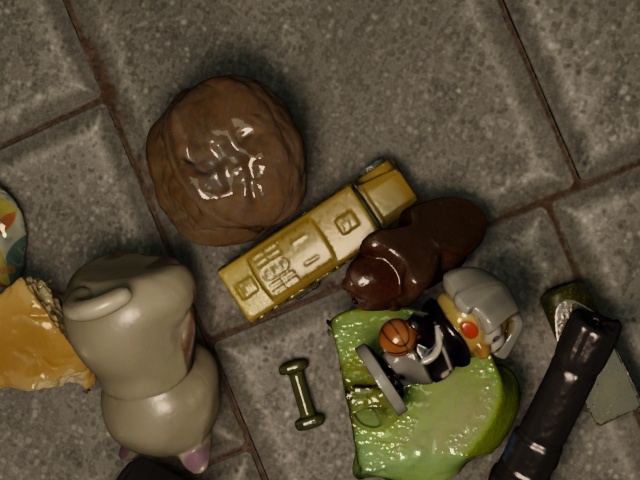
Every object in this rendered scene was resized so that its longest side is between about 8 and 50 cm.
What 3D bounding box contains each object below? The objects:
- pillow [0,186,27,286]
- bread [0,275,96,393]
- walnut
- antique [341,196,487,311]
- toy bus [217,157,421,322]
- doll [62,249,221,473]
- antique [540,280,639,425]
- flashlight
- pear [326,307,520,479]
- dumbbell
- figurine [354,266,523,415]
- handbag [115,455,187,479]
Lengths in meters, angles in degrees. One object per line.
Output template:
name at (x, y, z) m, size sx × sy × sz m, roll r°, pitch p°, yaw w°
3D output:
pillow at (-0.613, -0.004, 1.960) m, size 0.233 × 0.086 × 0.214 m, roll -18°, pitch 100°, yaw 6°
bread at (-0.481, 0.192, 1.894) m, size 0.224 × 0.183 × 0.211 m, roll -36°, pitch 92°, yaw 10°
walnut at (-0.147, -0.127, 1.804) m, size 0.227 × 0.273 × 0.273 m, roll -22°, pitch 88°, yaw -27°
antique at (0.136, 0.031, 1.764) m, size 0.121 × 0.257 × 0.143 m, roll 47°, pitch 135°, yaw 12°
toy bus at (0.000, 0.000, 1.838) m, size 0.336 × 0.123 × 0.121 m, roll -33°, pitch 87°, yaw 9°
doll at (-0.277, 0.174, 1.813) m, size 0.215 × 0.226 × 0.370 m, roll 1°, pitch 128°, yaw 28°
antique at (0.421, 0.171, 1.800) m, size 0.081 × 0.080 × 0.220 m, roll -26°, pitch 88°, yaw 10°
flashlight at (0.344, 0.292, 1.760) m, size 0.103 × 0.103 × 0.424 m, roll 24°, pitch 110°, yaw 7°
pear at (0.167, 0.239, 1.796) m, size 0.282 × 0.176 × 0.286 m, roll -12°, pitch 72°, yaw 2°
dumbbell at (-0.031, 0.254, 1.890) m, size 0.052 × 0.046 × 0.118 m, roll -17°, pitch 89°, yaw 3°
figurine at (0.174, 0.135, 1.655) m, size 0.236 × 0.176 × 0.133 m, roll -32°, pitch 59°, yaw -3°
handbag at (-0.227, 0.524, 1.820) m, size 0.302 × 0.178 × 0.275 m, roll 28°, pitch 127°, yaw 6°
